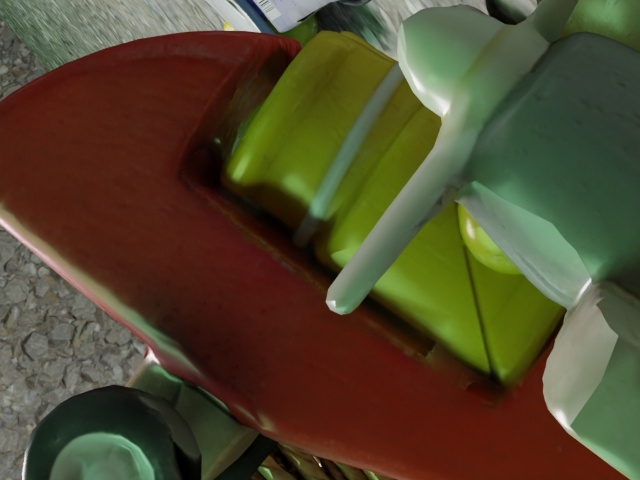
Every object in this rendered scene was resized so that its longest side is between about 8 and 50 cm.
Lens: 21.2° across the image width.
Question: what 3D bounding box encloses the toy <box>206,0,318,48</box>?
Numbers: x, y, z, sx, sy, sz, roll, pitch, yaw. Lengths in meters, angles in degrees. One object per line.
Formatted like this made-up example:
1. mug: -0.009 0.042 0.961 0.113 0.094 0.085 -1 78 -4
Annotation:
1. toy: -0.044 -0.166 1.206 0.137 0.056 0.237 46 177 -1

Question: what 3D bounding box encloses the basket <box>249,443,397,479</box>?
1. basket: 0.068 0.103 0.911 0.299 0.223 0.213 46 176 -12

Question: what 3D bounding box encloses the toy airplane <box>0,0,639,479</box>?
1. toy airplane: 0.115 0.009 0.569 0.384 0.272 0.386 10 -173 -34

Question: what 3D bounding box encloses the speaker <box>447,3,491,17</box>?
1. speaker: 0.101 -0.068 0.849 0.136 0.055 0.055 41 169 46

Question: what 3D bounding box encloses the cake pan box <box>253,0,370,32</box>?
1. cake pan box: -0.055 -0.232 0.918 0.267 0.070 0.246 51 174 -7
